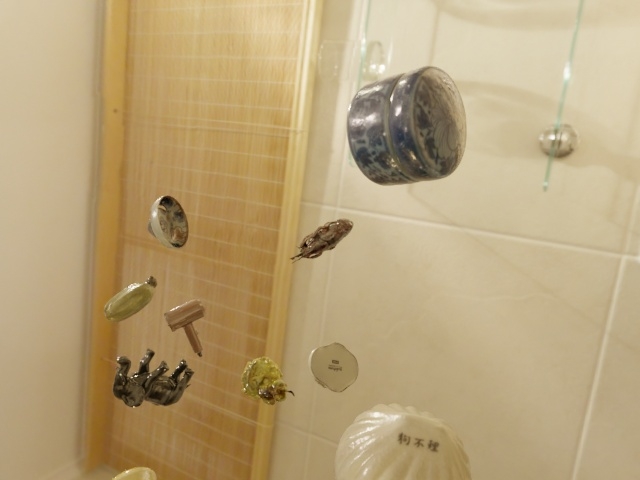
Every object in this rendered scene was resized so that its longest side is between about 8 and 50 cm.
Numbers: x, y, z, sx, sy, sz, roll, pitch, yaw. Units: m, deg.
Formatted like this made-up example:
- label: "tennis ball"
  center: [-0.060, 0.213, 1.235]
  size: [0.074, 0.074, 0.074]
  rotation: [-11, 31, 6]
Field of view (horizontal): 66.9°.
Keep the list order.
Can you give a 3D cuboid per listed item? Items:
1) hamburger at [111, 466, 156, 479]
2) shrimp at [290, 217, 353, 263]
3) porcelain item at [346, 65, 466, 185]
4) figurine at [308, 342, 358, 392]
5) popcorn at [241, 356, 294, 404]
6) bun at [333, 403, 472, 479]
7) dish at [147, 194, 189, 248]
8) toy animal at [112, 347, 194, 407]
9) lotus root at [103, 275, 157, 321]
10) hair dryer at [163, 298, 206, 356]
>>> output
- label: "hamburger"
  center: [-0.480, 0.630, 1.222]
  size: [0.127, 0.081, 0.141]
  rotation: [13, -67, -42]
- label: "shrimp"
  center: [0.001, 0.001, 1.248]
  size: [0.190, 0.073, 0.074]
  rotation: [-38, -76, -4]
- label: "porcelain item"
  center: [0.120, -0.149, 0.646]
  size: [0.147, 0.114, 0.147]
  rotation: [3, -94, -46]
- label: "figurine"
  center: [0.005, 0.449, 1.724]
  size: [0.250, 0.141, 0.166]
  rotation: [34, -124, -38]
- label: "popcorn"
  center: [-0.217, 0.562, 1.947]
  size: [0.168, 0.195, 0.173]
  rotation: [-63, -37, -24]
- label: "bun"
  center: [0.163, 0.387, 0.881]
  size: [0.263, 0.263, 0.174]
  rotation: [-41, -34, -52]
- label: "dish"
  center: [-0.405, -0.039, 1.232]
  size: [0.141, 0.078, 0.141]
  rotation: [-12, -90, -77]
- label: "toy animal"
  center: [-0.470, 0.392, 1.349]
  size: [0.245, 0.114, 0.146]
  rotation: [34, -89, -29]
- label: "lotus root"
  center: [-0.577, 0.183, 1.493]
  size: [0.183, 0.090, 0.077]
  rotation: [-41, -58, -29]
- label: "hair dryer"
  center: [-0.392, 0.277, 1.482]
  size: [0.117, 0.064, 0.181]
  rotation: [-25, -69, -22]
